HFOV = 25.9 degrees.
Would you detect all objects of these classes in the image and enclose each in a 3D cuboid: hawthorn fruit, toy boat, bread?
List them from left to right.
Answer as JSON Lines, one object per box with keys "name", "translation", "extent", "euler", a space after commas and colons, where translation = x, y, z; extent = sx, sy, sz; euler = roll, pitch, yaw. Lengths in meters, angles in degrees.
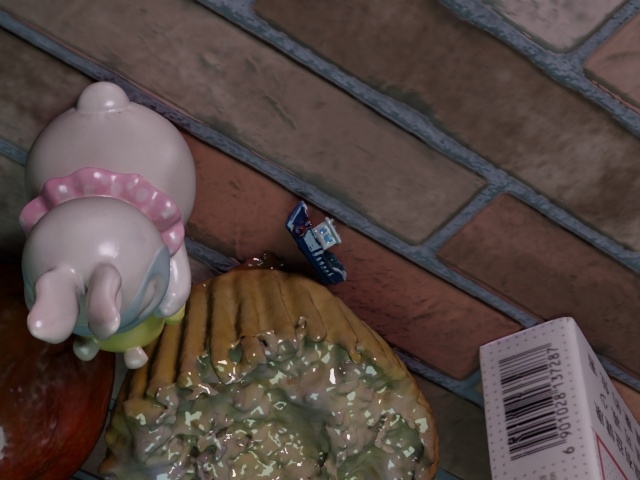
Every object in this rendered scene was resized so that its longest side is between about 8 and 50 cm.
{"name": "hawthorn fruit", "translation": [-0.247, 0.107, 1.084], "extent": [0.173, 0.173, 0.179], "euler": [-1, 96, 0]}
{"name": "bread", "translation": [-0.039, 0.150, 1.134], "extent": [0.274, 0.149, 0.274], "euler": [-3, 131, -3]}
{"name": "toy boat", "translation": [0.000, 0.000, 1.083], "extent": [0.038, 0.038, 0.083], "euler": [-20, 130, 16]}

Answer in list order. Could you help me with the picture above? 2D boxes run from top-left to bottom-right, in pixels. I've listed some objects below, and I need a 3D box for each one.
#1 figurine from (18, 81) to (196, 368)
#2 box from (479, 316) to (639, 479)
{"name": "figurine", "translation": [-0.152, 0.018, 0.959], "extent": [0.127, 0.235, 0.155], "euler": [7, 131, -7]}
{"name": "box", "translation": [0.219, 0.251, 1.111], "extent": [0.095, 0.330, 0.210], "euler": [-23, 128, 19]}
